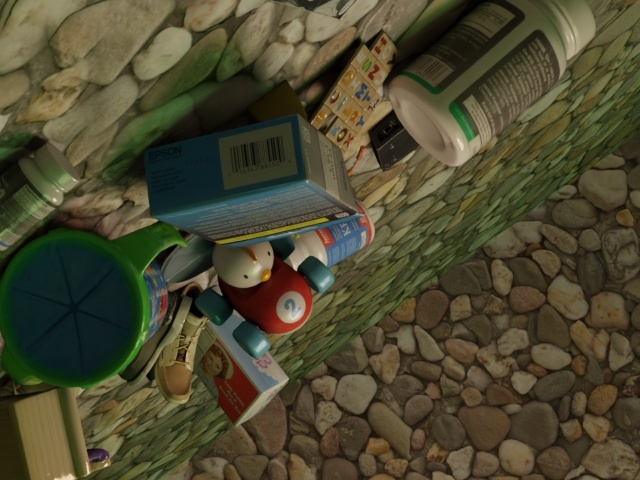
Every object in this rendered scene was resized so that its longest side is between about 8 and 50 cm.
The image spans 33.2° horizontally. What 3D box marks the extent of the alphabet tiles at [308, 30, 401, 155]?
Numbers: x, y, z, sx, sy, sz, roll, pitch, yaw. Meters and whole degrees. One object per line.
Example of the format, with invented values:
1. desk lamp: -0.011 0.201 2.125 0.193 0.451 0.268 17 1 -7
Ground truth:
1. alphabet tiles: 0.057 -0.242 1.847 0.237 0.009 0.198 -56 159 3

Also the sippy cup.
1. sippy cup: -0.347 0.096 1.668 0.305 0.240 0.224 -6 -179 10

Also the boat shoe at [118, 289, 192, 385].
1. boat shoe: -0.351 0.189 2.138 0.305 0.091 0.109 -50 -160 45

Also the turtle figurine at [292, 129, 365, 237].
1. turtle figurine: -0.031 -0.121 1.975 0.217 0.087 0.269 -56 159 3

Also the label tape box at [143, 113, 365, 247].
1. label tape box: -0.092 -0.083 1.702 0.249 0.115 0.347 -12 170 15

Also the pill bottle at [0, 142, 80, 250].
1. pill bottle: -0.381 -0.058 1.375 0.137 0.078 0.078 -40 165 3

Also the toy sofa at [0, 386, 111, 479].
1. toy sofa: -0.523 0.327 1.743 0.362 0.150 0.177 -13 179 36

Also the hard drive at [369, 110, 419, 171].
1. hard drive: 0.211 -0.255 2.215 0.254 0.054 0.172 -38 165 -2

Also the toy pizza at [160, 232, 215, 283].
1. toy pizza: -0.223 0.008 2.022 0.201 0.032 0.201 -35 163 -12

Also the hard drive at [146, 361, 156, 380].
1. hard drive: -0.362 0.278 2.498 0.094 0.022 0.135 -32 164 -22

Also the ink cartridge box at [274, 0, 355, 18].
1. ink cartridge box: -0.013 -0.373 1.342 0.165 0.065 0.332 -45 163 24

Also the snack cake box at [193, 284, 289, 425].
1. snack cake box: -0.203 0.248 2.316 0.089 0.264 0.152 -24 159 -45

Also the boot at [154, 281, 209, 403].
1. boot: -0.279 0.209 2.194 0.077 0.213 0.165 12 137 -22

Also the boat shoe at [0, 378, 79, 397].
1. boat shoe: -0.539 0.292 1.983 0.098 0.109 0.302 -24 165 -47

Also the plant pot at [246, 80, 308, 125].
1. plant pot: -0.061 -0.188 1.723 0.081 0.083 0.081 -35 165 -11

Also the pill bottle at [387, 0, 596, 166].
1. pill bottle: 0.316 -0.321 1.958 0.361 0.204 0.204 -41 165 -9

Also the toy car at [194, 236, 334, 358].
1. toy car: -0.122 0.058 1.992 0.219 0.210 0.238 -45 154 -14

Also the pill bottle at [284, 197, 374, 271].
1. pill bottle: 0.000 0.000 2.334 0.221 0.124 0.124 -31 163 -30
